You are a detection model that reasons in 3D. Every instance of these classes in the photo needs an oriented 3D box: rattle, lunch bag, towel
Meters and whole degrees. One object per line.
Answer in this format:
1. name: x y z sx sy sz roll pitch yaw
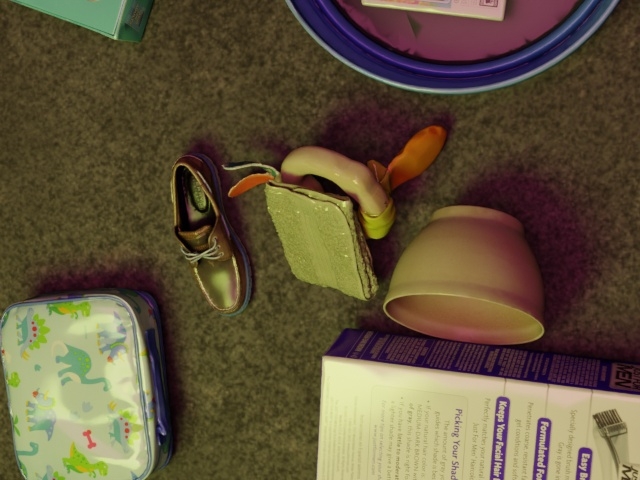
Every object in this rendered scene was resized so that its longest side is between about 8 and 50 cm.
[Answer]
1. rattle: 0.008 -0.088 1.408 0.199 0.130 0.143 13 74 44
2. lunch bag: -0.254 0.164 1.477 0.176 0.090 0.219 -6 94 15
3. towel: 0.000 0.000 1.379 0.110 0.027 0.148 15 142 31

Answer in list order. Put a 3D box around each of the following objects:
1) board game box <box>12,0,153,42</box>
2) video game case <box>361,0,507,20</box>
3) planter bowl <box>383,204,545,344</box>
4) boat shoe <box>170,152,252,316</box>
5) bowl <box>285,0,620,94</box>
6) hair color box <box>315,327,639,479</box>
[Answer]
1. board game box: -0.319 -0.389 1.444 0.336 0.079 0.254 21 100 11
2. video game case: 0.119 -0.301 1.299 0.143 0.019 0.157 9 98 13
3. planter bowl: 0.151 0.030 1.344 0.162 0.162 0.109 5 71 13
4. boat shoe: -0.128 -0.003 1.442 0.066 0.066 0.183 -19 91 15
5. bowl: 0.134 -0.342 1.340 0.391 0.077 0.391 1 96 13
6. hair color box: 0.171 0.208 1.362 0.338 0.110 0.185 7 105 14
